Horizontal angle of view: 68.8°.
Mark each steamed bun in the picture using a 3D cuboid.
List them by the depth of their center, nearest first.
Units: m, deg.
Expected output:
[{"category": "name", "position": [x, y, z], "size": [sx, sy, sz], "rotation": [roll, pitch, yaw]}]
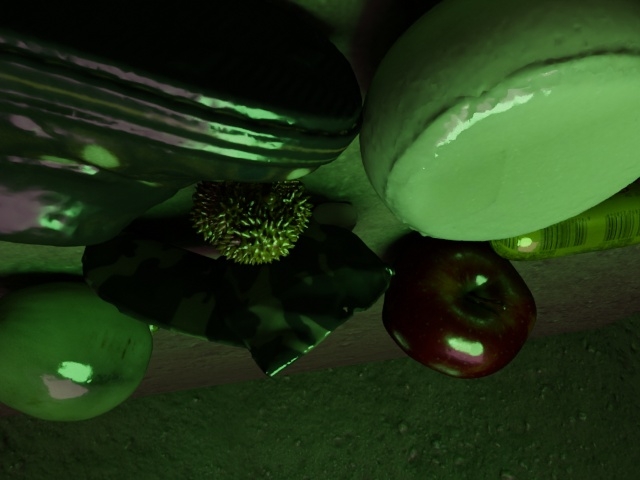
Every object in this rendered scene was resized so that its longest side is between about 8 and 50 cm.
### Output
[{"category": "steamed bun", "position": [0.173, -0.128, 0.454], "size": [0.283, 0.177, 0.283], "rotation": [-8, 152, -4]}]

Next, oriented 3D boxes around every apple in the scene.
[{"category": "apple", "position": [0.263, 0.130, 0.951], "size": [0.289, 0.287, 0.317], "rotation": [-7, 170, -7]}]

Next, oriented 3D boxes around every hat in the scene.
[{"category": "hat", "position": [-0.112, 0.028, 0.691], "size": [0.257, 0.382, 0.366], "rotation": [-53, -177, 1]}]

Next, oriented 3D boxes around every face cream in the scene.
[{"category": "face cream", "position": [0.000, 0.000, 0.833], "size": [0.084, 0.057, 0.198], "rotation": [-1, 153, -18]}]

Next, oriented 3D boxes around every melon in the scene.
[{"category": "melon", "position": [-0.461, 0.202, 0.865], "size": [0.308, 0.271, 0.272], "rotation": [5, 153, -46]}]

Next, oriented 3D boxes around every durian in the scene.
[{"category": "durian", "position": [-0.083, -0.050, 0.561], "size": [0.137, 0.158, 0.168], "rotation": [23, 168, -28]}]

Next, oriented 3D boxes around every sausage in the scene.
[{"category": "sausage", "position": [0.457, -0.035, 0.848], "size": [0.348, 0.123, 0.123], "rotation": [-8, 156, -4]}]

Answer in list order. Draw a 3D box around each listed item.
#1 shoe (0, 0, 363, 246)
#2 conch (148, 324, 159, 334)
[{"category": "shoe", "position": [-0.168, -0.095, 0.400], "size": [0.385, 0.171, 0.237], "rotation": [4, 146, -26]}, {"category": "conch", "position": [-0.392, 0.167, 1.029], "size": [0.089, 0.074, 0.121], "rotation": [-34, 153, -43]}]
